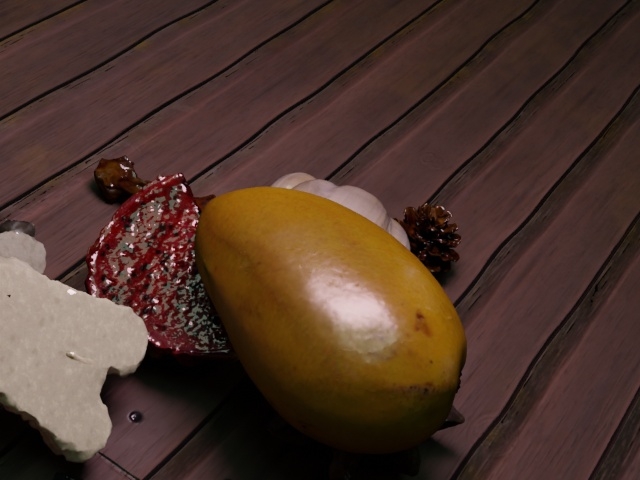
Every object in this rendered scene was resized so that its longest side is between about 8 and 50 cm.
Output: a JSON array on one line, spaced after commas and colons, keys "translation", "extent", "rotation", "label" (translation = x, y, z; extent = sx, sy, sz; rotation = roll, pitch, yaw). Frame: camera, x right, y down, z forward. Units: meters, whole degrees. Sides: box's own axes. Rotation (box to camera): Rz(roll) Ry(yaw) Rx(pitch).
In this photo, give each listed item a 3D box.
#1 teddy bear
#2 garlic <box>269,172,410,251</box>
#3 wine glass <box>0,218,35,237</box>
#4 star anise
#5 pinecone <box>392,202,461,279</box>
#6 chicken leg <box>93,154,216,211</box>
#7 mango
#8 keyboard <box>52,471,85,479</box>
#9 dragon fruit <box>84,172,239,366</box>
[{"translation": [-0.495, 0.131, 1.489], "extent": [0.375, 0.362, 0.327], "rotation": [39, 57, -31], "label": "teddy bear"}, {"translation": [0.006, -0.006, 1.761], "extent": [0.281, 0.185, 0.203], "rotation": [28, 59, 10], "label": "garlic"}, {"translation": [-0.457, 0.058, 1.625], "extent": [0.066, 0.066, 0.198], "rotation": [1, 46, -18], "label": "wine glass"}, {"translation": [0.058, 0.223, 1.592], "extent": [0.315, 0.108, 0.315], "rotation": [5, 49, -6], "label": "star anise"}, {"translation": [0.180, -0.002, 1.860], "extent": [0.140, 0.121, 0.140], "rotation": [16, 42, -15], "label": "pinecone"}, {"translation": [-0.245, -0.057, 1.785], "extent": [0.304, 0.113, 0.093], "rotation": [31, 22, 18], "label": "chicken leg"}, {"translation": [0.005, 0.092, 1.467], "extent": [0.300, 0.232, 0.445], "rotation": [-28, 60, -36], "label": "mango"}, {"translation": [-0.340, 0.378, 1.364], "extent": [0.060, 0.018, 0.195], "rotation": [18, 43, -4], "label": "keyboard"}, {"translation": [-0.240, 0.083, 1.626], "extent": [0.205, 0.152, 0.317], "rotation": [-19, 67, -12], "label": "dragon fruit"}]
